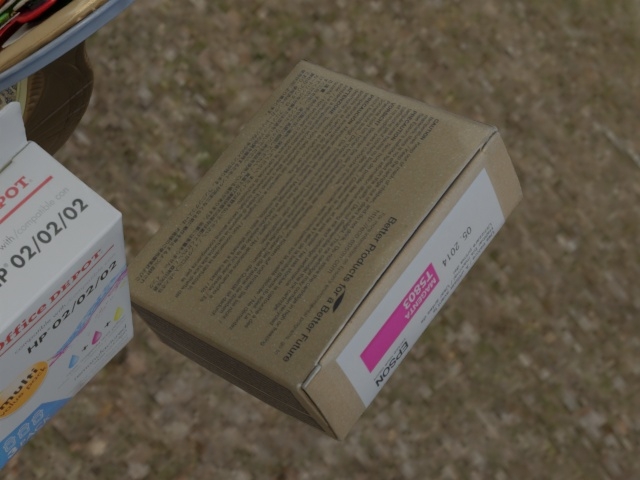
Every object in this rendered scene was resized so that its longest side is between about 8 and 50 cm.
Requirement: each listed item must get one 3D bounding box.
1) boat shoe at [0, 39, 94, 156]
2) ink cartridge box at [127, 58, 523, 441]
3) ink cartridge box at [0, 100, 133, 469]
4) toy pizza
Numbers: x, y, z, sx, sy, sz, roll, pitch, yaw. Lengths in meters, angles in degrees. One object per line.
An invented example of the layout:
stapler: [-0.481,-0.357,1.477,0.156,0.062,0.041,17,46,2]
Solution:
boat shoe: [-0.285,-0.178,1.420,0.089,0.285,0.104,38,52,15]
ink cartridge box: [0.000,0.000,1.047,0.193,0.235,0.088,26,-21,36]
ink cartridge box: [-0.146,0.028,0.676,0.061,0.181,0.104,38,67,14]
toy pizza: [-0.132,-0.143,0.764,0.032,0.201,0.201,53,25,-23]
